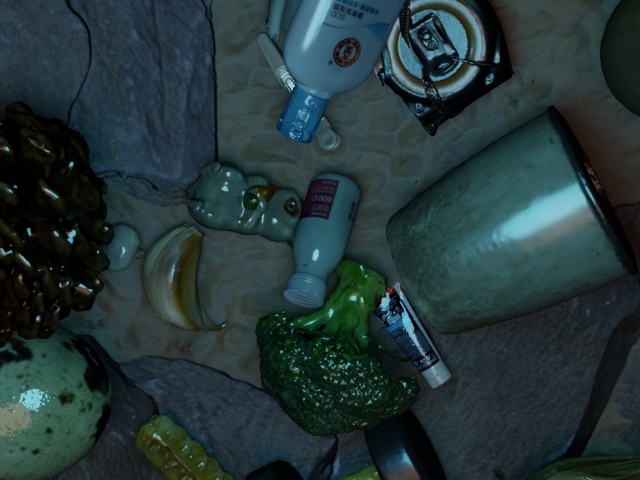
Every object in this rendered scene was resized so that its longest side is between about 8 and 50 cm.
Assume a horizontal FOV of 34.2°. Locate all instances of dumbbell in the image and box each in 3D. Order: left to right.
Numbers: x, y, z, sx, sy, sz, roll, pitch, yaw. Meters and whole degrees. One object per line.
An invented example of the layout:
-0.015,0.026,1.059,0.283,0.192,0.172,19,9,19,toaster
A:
0.046,0.442,1.839,0.323,0.203,0.203,-28,104,10,dumbbell

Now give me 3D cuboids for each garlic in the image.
-0.254,0.080,1.802,0.115,0.128,0.206,3,116,27,garlic

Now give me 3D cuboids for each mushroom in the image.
-0.340,0.016,1.804,0.085,0.085,0.079,-48,140,14,mushroom

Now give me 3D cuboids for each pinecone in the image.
-0.504,-0.030,1.646,0.398,0.397,0.397,1,107,3,pinecone

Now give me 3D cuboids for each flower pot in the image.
0.291,-0.014,1.651,0.330,0.293,0.293,-26,104,15,flower pot

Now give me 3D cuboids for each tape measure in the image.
0.187,-0.303,1.640,0.202,0.135,0.222,-33,97,21,tape measure

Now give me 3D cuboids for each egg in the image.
-0.542,0.278,1.778,0.380,0.287,0.287,-10,107,20,egg

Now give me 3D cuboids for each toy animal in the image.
-0.097,-0.046,1.756,0.251,0.127,0.125,25,115,-23,toy animal

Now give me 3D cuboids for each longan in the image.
0.551,-0.288,1.563,0.258,0.258,0.258,1,107,3,longan

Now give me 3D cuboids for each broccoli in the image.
0.034,0.184,1.742,0.298,0.297,0.297,22,85,-4,broccoli

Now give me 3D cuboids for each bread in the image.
-0.198,0.464,1.926,0.367,0.084,0.077,47,146,-10,bread

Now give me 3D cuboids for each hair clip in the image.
-0.037,-0.240,1.704,0.034,0.072,0.226,-33,102,9,hair clip

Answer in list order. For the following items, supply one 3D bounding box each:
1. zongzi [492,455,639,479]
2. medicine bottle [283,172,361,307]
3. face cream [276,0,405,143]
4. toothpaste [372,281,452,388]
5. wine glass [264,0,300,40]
0.589,0.392,1.847,0.500,0.218,0.466,28,81,7,zongzi
0.000,0.000,1.705,0.091,0.090,0.216,18,65,-3,medicine bottle
0.025,-0.305,1.561,0.163,0.080,0.336,11,114,-37,face cream
0.162,0.168,1.833,0.071,0.045,0.193,-36,90,11,toothpaste
0.009,-0.455,1.605,0.144,0.143,0.321,14,108,-1,wine glass
